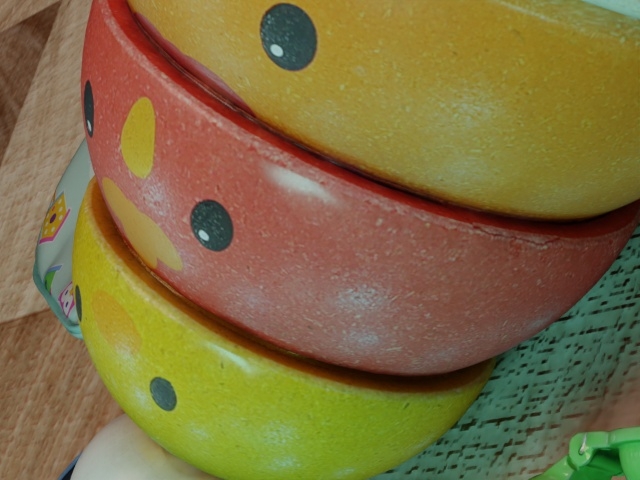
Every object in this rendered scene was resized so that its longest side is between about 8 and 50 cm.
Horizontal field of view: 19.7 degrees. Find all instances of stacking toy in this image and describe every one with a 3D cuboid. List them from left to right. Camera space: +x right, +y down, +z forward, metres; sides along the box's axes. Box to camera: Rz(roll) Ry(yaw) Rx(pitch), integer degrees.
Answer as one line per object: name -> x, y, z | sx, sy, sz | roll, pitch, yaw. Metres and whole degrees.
stacking toy -> 0.000, 0.000, 0.858 | 0.480, 0.350, 0.350 | -68, 26, 22

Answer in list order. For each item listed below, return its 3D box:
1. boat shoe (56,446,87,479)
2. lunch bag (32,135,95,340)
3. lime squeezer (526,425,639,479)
boat shoe -> -0.161, 0.221, 1.043 | 0.258, 0.109, 0.089 | -47, 20, -13
lunch bag -> -0.054, -0.047, 1.079 | 0.279, 0.108, 0.224 | -59, 25, 2
lime squeezer -> 0.128, 0.116, 0.726 | 0.310, 0.059, 0.110 | -45, 32, 22
